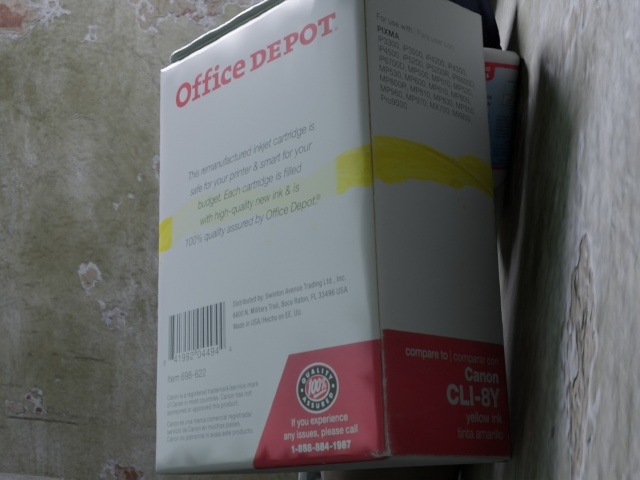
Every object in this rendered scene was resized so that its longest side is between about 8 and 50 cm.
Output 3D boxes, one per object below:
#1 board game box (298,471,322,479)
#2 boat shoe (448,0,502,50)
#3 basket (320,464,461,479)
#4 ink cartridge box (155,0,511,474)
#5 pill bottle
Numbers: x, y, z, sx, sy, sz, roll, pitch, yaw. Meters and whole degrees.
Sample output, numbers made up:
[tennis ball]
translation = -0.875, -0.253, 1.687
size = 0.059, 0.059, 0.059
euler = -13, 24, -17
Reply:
[board game box]
translation = 0.081, 0.169, 1.387
size = 0.390, 0.050, 0.390
euler = -38, -43, -58
[boat shoe]
translation = 0.134, -0.109, 1.108
size = 0.158, 0.127, 0.341
euler = -33, -54, -28
[basket]
translation = 0.087, 0.165, 1.064
size = 0.227, 0.154, 0.204
euler = 99, -179, -51
[ink cartridge box]
translation = 0.000, 0.000, 0.903
size = 0.279, 0.160, 0.385
euler = -16, 71, 45
[pill bottle]
translation = 0.135, -0.099, 0.984
size = 0.087, 0.087, 0.160
euler = -72, -14, -82
